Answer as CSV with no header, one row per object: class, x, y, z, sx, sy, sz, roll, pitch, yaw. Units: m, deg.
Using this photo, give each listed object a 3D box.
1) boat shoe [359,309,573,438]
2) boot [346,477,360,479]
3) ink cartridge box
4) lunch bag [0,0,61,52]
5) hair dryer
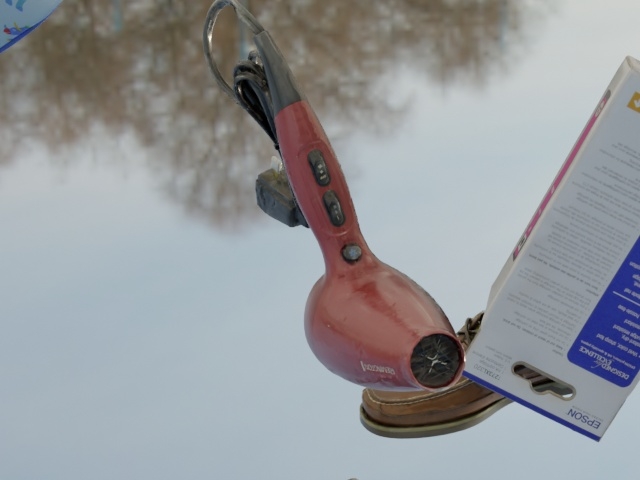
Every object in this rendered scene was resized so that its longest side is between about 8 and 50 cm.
boat shoe,0.181,0.125,1.751,0.307,0.104,0.111,-16,-146,-19
boot,-0.011,0.263,1.611,0.114,0.037,0.106,-20,158,13
ink cartridge box,0.299,0.013,1.626,0.176,0.371,0.069,26,-162,-4
lunch bag,-0.257,-0.274,1.405,0.176,0.090,0.219,-22,-140,42
hair dryer,0.000,0.000,1.020,0.080,0.223,0.293,-33,-126,-8
